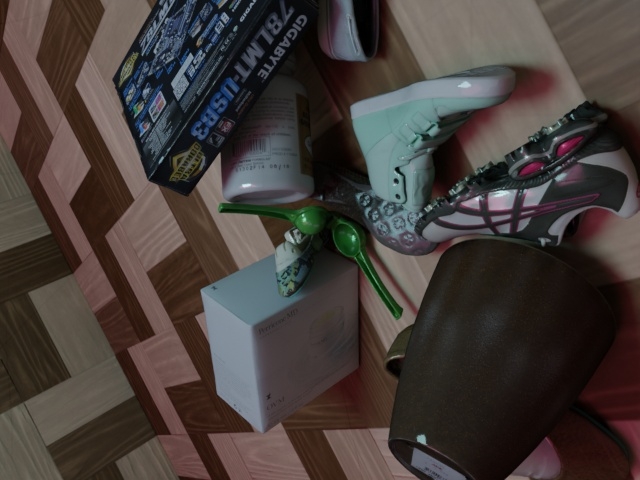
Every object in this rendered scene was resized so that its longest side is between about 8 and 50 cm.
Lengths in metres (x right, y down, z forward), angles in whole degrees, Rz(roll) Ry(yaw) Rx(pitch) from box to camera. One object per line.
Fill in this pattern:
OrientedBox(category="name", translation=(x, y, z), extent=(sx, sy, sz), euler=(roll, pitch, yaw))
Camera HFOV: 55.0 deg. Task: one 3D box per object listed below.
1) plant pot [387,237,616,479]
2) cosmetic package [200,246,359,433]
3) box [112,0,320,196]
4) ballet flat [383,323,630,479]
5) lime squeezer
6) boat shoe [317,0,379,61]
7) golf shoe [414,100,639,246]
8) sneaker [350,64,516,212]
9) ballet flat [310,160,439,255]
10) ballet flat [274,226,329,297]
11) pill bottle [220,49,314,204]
OrientedBox(category="plant pot", translation=(0.176, 0.154, 0.674), extent=(0.215, 0.230, 0.215), euler=(27, 149, 18))
OrientedBox(category="cosmetic package", translation=(-0.058, 0.151, 1.021), extent=(0.138, 0.224, 0.224), euler=(26, 131, 41))
OrientedBox(category="box", translation=(-0.163, -0.259, 0.832), extent=(0.295, 0.073, 0.293), euler=(-51, 43, 18))
OrientedBox(category="ballet flat", translation=(0.219, 0.229, 0.813), extent=(0.342, 0.124, 0.116), euler=(34, 136, 33))
OrientedBox(category="lime squeezer", translation=(0.000, 0.000, 0.925), extent=(0.310, 0.110, 0.059), euler=(32, 154, -9))
OrientedBox(category="boat shoe", translation=(0.043, -0.323, 0.729), extent=(0.081, 0.079, 0.227), euler=(24, 135, 30))
OrientedBox(category="golf shoe", translation=(0.211, -0.035, 0.678), extent=(0.120, 0.105, 0.273), euler=(55, 145, -2))
OrientedBox(category="sneaker", translation=(0.137, -0.112, 0.720), extent=(0.256, 0.094, 0.151), euler=(1, 107, 62))
OrientedBox(category="ballet flat", translation=(0.071, -0.052, 0.886), extent=(0.250, 0.058, 0.084), euler=(28, 107, 31))
OrientedBox(category="ballet flat", translation=(-0.039, 0.019, 0.951), extent=(0.070, 0.188, 0.070), euler=(5, 116, 11))
OrientedBox(category="pill bottle", translation=(-0.080, -0.173, 0.881), extent=(0.131, 0.131, 0.229), euler=(-12, 80, 54))
